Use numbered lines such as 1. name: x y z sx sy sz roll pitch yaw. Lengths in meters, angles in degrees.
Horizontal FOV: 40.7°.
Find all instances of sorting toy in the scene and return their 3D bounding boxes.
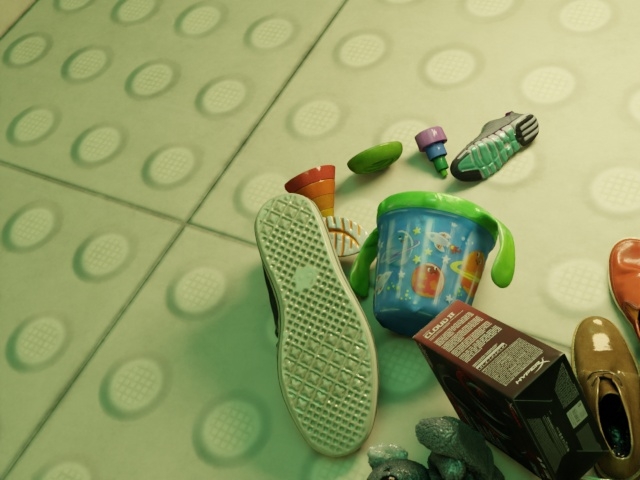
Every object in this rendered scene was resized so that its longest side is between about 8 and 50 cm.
1. sorting toy: 0.112 -0.125 1.852 0.365 0.127 0.126 -20 80 -1

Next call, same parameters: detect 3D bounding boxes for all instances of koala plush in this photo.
1. koala plush: 0.166 0.404 1.390 0.221 0.203 0.196 -18 60 31

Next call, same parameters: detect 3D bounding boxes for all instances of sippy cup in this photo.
1. sippy cup: 0.198 0.059 1.600 0.240 0.305 0.224 18 69 -7

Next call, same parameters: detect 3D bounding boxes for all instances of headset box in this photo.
1. headset box: 0.289 0.236 1.381 0.110 0.218 0.293 -38 28 -14

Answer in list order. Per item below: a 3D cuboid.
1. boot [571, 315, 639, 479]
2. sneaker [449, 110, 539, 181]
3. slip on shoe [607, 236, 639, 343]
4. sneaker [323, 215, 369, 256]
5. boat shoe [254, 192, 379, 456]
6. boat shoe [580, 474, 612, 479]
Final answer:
1. boot: 0.481 0.241 1.431 0.112 0.115 0.305 -9 51 13
2. sneaker: 0.356 -0.202 1.844 0.224 0.083 0.098 -31 30 -13
3. slip on shoe: 0.584 0.119 1.499 0.123 0.101 0.331 -12 50 11
4. sneaker: 0.000 0.000 1.781 0.215 0.083 0.084 1 75 15
5. boat shoe: -0.005 0.154 1.616 0.187 0.156 0.500 -17 69 3
6. boat shoe: 0.487 0.425 1.300 0.302 0.094 0.109 7 56 22
